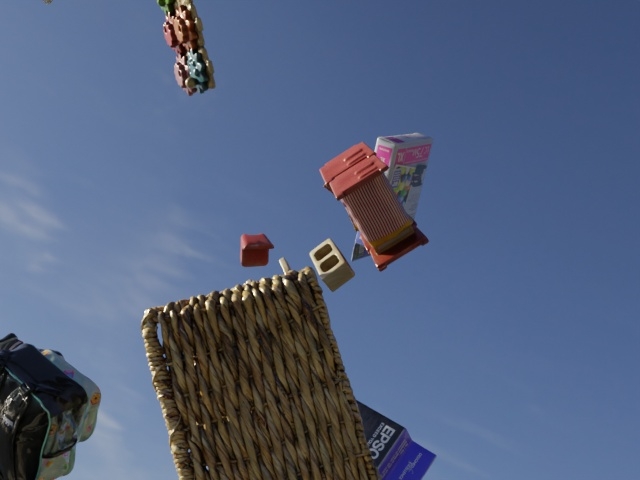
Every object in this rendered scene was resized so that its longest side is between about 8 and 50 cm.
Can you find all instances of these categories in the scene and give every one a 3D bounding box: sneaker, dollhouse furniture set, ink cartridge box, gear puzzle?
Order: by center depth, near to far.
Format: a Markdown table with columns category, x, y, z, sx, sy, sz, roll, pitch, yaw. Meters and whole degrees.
| category | x | y | z | sx | sy | sz | roll | pitch | yaw |
| --- | --- | --- | --- | --- | --- | --- | --- | --- | --- |
| ink cartridge box | 0.046 | 0.367 | 1.450 | 0.208 | 0.206 | 0.045 | 26 | -28 | 25 |
| sneaker | -0.559 | 0.209 | 1.682 | 0.170 | 0.075 | 0.063 | 7 | -50 | -38 |
| gear puzzle | -0.279 | -0.440 | 1.703 | 0.175 | 0.044 | 0.339 | 12 | -61 | 65 |
| dollhouse furniture set | 0.000 | 0.000 | 1.799 | 0.374 | 0.152 | 0.201 | -34 | -60 | 3 |
| ink cartridge box | 0.173 | -0.098 | 2.172 | 0.065 | 0.185 | 0.311 | 25 | -67 | 29 |

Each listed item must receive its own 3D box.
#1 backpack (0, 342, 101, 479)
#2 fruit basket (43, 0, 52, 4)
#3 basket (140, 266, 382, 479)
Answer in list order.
| category | x | y | z | sx | sy | sz | roll | pitch | yaw |
| --- | --- | --- | --- | --- | --- | --- | --- | --- | --- |
| backpack | -0.416 | 0.261 | 1.313 | 0.165 | 0.188 | 0.144 | 28 | 19 | 24 |
| fruit basket | -0.424 | -0.560 | 1.321 | 0.165 | 0.327 | 0.353 | 21 | -3 | 21 |
| basket | -0.083 | 0.209 | 1.108 | 0.223 | 0.299 | 0.213 | -16 | -10 | -13 |
